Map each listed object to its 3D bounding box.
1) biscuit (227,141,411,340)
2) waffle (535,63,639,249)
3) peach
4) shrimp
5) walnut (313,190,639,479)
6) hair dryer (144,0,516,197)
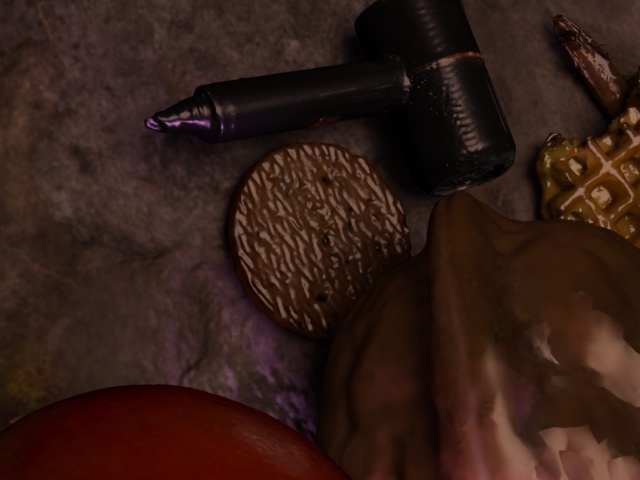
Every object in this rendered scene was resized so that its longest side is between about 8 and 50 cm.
[{"bbox_3d":[-0.001,0.001,1.459,0.187,0.027,0.188,8,74,-27],"label":"biscuit"},{"bbox_3d":[0.339,-0.050,1.605,0.291,0.051,0.291,2,83,-16],"label":"waffle"},{"bbox_3d":[-0.104,0.292,1.143,0.388,0.388,0.388,7,74,-25],"label":"peach"},{"bbox_3d":[0.318,-0.189,1.667,0.178,0.034,0.124,49,58,-10],"label":"shrimp"},{"bbox_3d":[0.176,0.165,1.335,0.383,0.383,0.384,7,74,-25],"label":"walnut"},{"bbox_3d":[0.005,-0.112,1.433,0.352,0.107,0.189,-14,76,-29],"label":"hair dryer"}]
